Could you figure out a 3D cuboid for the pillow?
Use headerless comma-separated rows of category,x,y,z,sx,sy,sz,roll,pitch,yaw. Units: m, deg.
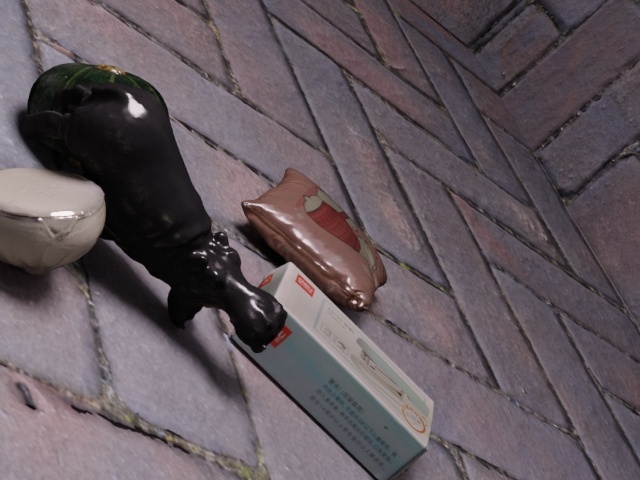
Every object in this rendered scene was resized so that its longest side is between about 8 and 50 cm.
pillow,0.000,0.000,1.976,0.223,0.084,0.236,47,16,1

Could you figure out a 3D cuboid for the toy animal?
toy animal,-0.175,-0.021,1.523,0.343,0.168,0.106,58,44,-24

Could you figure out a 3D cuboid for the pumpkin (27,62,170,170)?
pumpkin,-0.253,-0.142,1.648,0.167,0.167,0.125,-2,95,-65

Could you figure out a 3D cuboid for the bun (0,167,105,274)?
bun,-0.281,-0.011,1.410,0.138,0.094,0.138,8,25,-4

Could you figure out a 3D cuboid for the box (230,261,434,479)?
box,0.018,0.157,1.716,0.269,0.079,0.135,45,19,-8
